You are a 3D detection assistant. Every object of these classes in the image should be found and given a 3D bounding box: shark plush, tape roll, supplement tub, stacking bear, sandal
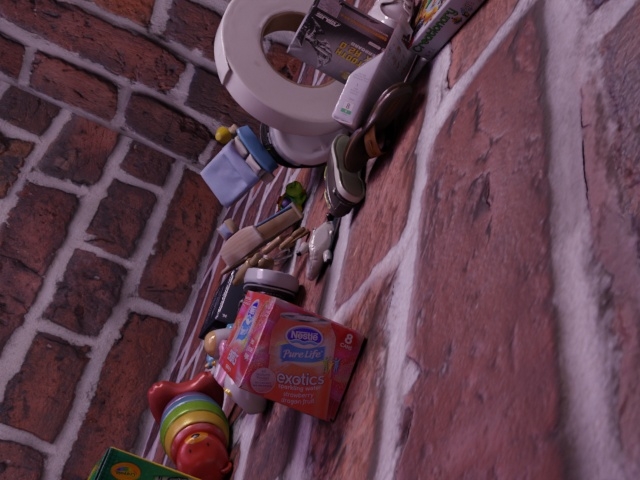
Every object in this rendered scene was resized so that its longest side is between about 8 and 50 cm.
[{"bbox_3d":[0.000,0.000,1.584,0.067,0.073,0.161,74,-156,-59],"label":"shark plush"},{"bbox_3d":[-0.052,-0.424,1.800,0.072,0.391,0.392,-45,24,59],"label":"tape roll"},{"bbox_3d":[-0.051,-0.280,1.987,0.194,0.193,0.316,-66,13,0],"label":"supplement tub"},{"bbox_3d":[-0.269,0.430,1.694,0.289,0.175,0.164,-135,36,-66],"label":"stacking bear"},{"bbox_3d":[0.113,-0.198,1.449,0.090,0.060,0.219,-18,-27,-49],"label":"sandal"}]

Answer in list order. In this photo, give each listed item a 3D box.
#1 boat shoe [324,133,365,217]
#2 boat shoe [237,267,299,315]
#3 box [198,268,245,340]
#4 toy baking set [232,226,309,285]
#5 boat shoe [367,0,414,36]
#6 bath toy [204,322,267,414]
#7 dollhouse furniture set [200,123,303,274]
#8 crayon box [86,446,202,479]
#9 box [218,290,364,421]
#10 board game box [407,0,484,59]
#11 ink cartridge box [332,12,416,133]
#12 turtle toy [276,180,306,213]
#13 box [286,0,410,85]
[{"bbox_3d":[0.043,-0.135,1.573,0.069,0.081,0.228,-53,20,32],"label":"boat shoe"},{"bbox_3d":[-0.121,0.144,1.730,0.335,0.121,0.119,115,168,-73],"label":"boat shoe"},{"bbox_3d":[-0.234,0.190,2.089,0.207,0.108,0.153,-43,26,61],"label":"box"},{"bbox_3d":[-0.118,0.047,1.833,0.196,0.030,0.256,-26,-12,-39],"label":"toy baking set"},{"bbox_3d":[0.166,-0.530,1.755,0.277,0.098,0.096,-85,22,-60],"label":"boat shoe"},{"bbox_3d":[-0.169,0.259,1.650,0.129,0.151,0.348,-45,14,-10],"label":"bath toy"},{"bbox_3d":[-0.251,-0.097,1.993,0.286,0.303,0.198,-37,-2,35],"label":"dollhouse furniture set"},{"bbox_3d":[-0.231,0.423,1.228,0.165,0.278,0.081,-47,21,57],"label":"crayon box"},{"bbox_3d":[-0.057,0.177,1.254,0.142,0.154,0.300,-67,11,-7],"label":"box"},{"bbox_3d":[0.260,-0.470,1.343,0.305,0.053,0.193,-42,27,63],"label":"board game box"},{"bbox_3d":[0.110,-0.310,1.499,0.225,0.056,0.181,-68,-19,2],"label":"ink cartridge box"},{"bbox_3d":[-0.077,-0.106,2.074,0.130,0.066,0.095,-55,16,42],"label":"turtle toy"},{"bbox_3d":[0.063,-0.410,1.652,0.183,0.231,0.056,-41,24,62],"label":"box"}]
